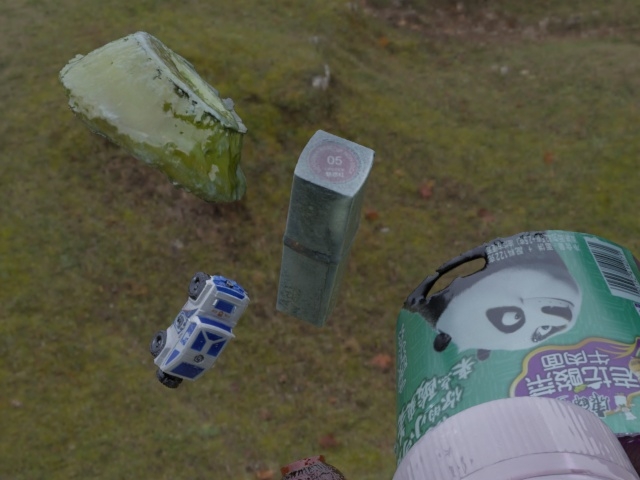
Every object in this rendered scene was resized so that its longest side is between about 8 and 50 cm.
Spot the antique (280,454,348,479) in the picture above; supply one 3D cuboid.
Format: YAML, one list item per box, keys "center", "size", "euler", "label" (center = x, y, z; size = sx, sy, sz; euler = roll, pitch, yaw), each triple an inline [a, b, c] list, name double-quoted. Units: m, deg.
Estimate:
- center: [-0.009, 0.322, 1.173]
  size: [0.104, 0.104, 0.104]
  euler: [-9, 19, 3]
  label: "antique"

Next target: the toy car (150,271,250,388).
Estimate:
- center: [-0.167, 0.127, 1.293]
  size: [0.080, 0.171, 0.070]
  euler: [25, 15, -35]
  label: "toy car"

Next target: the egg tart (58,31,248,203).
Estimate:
- center: [-0.125, -0.104, 0.790]
  size: [0.078, 0.197, 0.197]
  euler: [-48, 15, 11]
  label: "egg tart"

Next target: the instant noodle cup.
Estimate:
- center: [0.158, 0.124, 0.646]
  size: [0.251, 0.251, 0.190]
  euler: [-9, 45, 4]
  label: "instant noodle cup"

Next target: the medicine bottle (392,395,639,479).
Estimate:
- center: [0.107, 0.188, 0.372]
  size: [0.133, 0.133, 0.250]
  euler: [-11, 30, -1]
  label: "medicine bottle"

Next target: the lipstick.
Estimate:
- center: [0.000, 0.000, 1.076]
  size: [0.076, 0.290, 0.078]
  euler: [21, 57, 8]
  label: "lipstick"
